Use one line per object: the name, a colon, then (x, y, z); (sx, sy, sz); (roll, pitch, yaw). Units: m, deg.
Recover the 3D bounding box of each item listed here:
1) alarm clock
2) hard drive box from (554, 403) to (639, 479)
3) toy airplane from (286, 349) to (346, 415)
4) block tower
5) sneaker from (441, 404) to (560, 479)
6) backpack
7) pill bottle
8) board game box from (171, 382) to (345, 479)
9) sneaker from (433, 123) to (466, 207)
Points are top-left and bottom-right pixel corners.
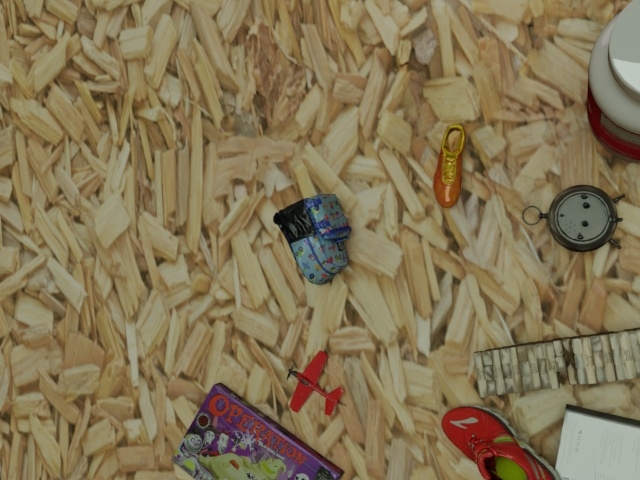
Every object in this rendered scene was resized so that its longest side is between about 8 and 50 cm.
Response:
alarm clock: (0.493, -0.044, 1.519); (0.192, 0.064, 0.130); (4, 87, 22)
hard drive box: (0.559, 0.423, 1.441); (0.232, 0.089, 0.181); (11, 89, 20)
toy airplane: (-0.011, 0.321, 1.673); (0.151, 0.028, 0.151); (-1, 87, 20)
block tower: (0.470, 0.233, 1.487); (0.335, 0.097, 0.091); (-10, 82, 16)
sneaker: (0.327, 0.401, 1.471); (0.279, 0.118, 0.107); (32, 104, 46)
backpack: (0.000, 0.000, 1.628); (0.116, 0.158, 0.173); (-25, 81, 22)
pill bottle: (0.576, -0.274, 1.324); (0.228, 0.407, 0.229); (-2, 85, 18)
board game box: (-0.143, 0.494, 1.696); (0.346, 0.056, 0.208); (31, 91, 18)
sneaker: (0.263, -0.155, 1.600); (0.064, 0.067, 0.175); (5, 89, 17)
